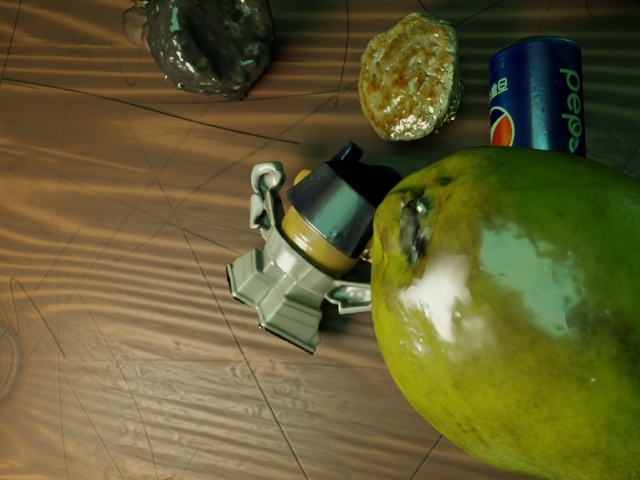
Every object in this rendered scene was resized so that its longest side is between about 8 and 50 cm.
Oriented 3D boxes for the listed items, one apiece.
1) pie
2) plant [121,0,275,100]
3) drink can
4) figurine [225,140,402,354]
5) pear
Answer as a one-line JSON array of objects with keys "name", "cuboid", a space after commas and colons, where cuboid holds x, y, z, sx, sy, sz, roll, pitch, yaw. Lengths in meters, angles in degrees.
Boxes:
[{"name": "pie", "cuboid": [0.131, -0.236, 0.765, 0.163, 0.079, 0.193, 7, 86, 28]}, {"name": "plant", "cuboid": [-0.177, -0.310, 0.804, 0.234, 0.204, 0.178, 13, 108, 60]}, {"name": "drink can", "cuboid": [0.284, -0.154, 0.686, 0.118, 0.118, 0.205, -3, 83, 17]}, {"name": "figurine", "cuboid": [0.002, 0.002, 0.743, 0.308, 0.143, 0.308, 2, 101, 8]}, {"name": "pear", "cuboid": [0.236, 0.081, 0.556, 0.352, 0.352, 0.413, -39, 108, 9]}]
